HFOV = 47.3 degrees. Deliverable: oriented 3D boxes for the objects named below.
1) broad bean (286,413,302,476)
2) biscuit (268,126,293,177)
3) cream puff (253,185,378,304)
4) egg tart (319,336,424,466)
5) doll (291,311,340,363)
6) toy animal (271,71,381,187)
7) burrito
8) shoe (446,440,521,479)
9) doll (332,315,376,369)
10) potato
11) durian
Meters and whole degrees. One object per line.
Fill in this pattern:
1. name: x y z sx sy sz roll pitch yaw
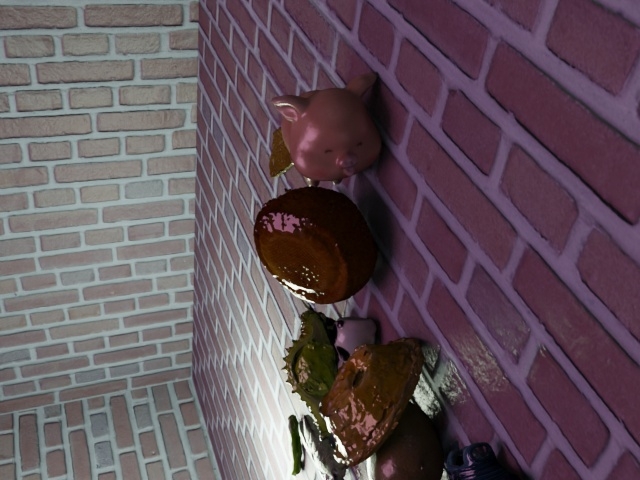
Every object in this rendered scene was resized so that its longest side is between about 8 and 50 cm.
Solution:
1. broad bean: -0.086 0.700 2.469 0.065 0.046 0.255 -144 49 -62
2. biscuit: -0.120 -0.274 2.239 0.237 0.026 0.131 161 102 -70
3. cream puff: -0.002 0.001 1.687 0.212 0.303 0.303 -56 -12 -40
4. egg tart: 0.094 0.317 1.536 0.315 0.120 0.315 -55 8 12
5. doll: 0.012 0.307 1.919 0.135 0.143 0.234 4 -116 -69
6. toy animal: 0.013 -0.246 1.654 0.326 0.236 0.269 -117 15 -48
7. burrito: 0.003 0.627 2.171 0.309 0.066 0.096 -138 49 -60
8. shoe: 0.283 0.413 1.293 0.207 0.091 0.106 165 92 -73
9. doll: 0.087 0.267 1.762 0.110 0.106 0.181 -1 103 49
10. potato: 0.174 0.445 1.521 0.177 0.160 0.235 -37 36 22
11. durian: -0.019 0.310 1.806 0.132 0.106 0.375 -10 86 28
